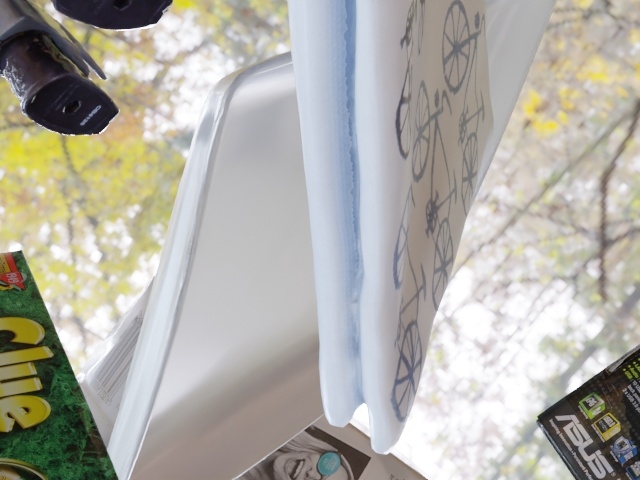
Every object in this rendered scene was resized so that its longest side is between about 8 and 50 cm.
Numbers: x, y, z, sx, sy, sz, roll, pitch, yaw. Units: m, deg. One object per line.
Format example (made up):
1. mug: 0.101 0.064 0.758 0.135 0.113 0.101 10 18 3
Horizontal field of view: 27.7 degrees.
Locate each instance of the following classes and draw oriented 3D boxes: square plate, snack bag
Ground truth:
1. square plate: 0.000 0.000 0.795 0.049 0.347 0.344 35 -144 22
2. snack bag: 0.044 -0.158 0.432 0.037 0.323 0.342 6 -139 12

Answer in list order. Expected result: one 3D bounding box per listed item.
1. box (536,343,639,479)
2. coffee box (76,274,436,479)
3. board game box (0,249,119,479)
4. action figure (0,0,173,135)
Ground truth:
1. box: 0.224 0.106 0.588 0.190 0.184 0.045 57 -175 34
2. coffee box: -0.097 0.288 1.282 0.334 0.338 0.338 38 176 -24
3. board game box: -0.175 0.077 0.572 0.136 0.030 0.259 -8 -154 -21
4. action figure: -0.200 -0.188 0.684 0.285 0.185 0.099 49 -156 18
